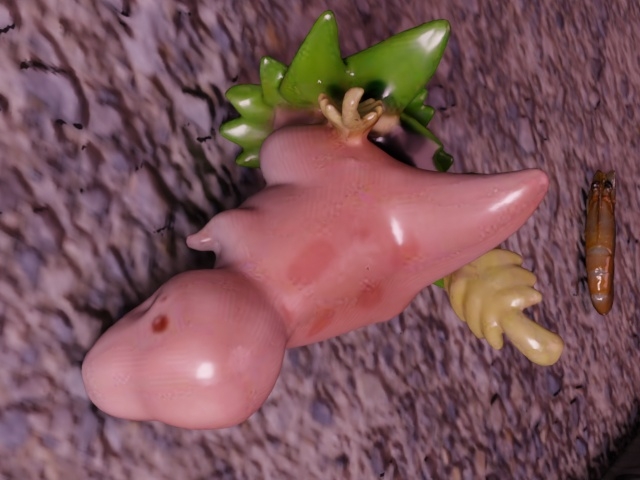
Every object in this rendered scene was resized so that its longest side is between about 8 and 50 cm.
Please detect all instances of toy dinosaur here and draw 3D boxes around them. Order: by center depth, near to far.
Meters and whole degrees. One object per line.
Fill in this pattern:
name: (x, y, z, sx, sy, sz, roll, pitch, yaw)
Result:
toy dinosaur: (0.000, -0.007, 0.714, 0.177, 0.194, 0.152, -89, 172, -63)

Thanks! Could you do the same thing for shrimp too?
shrimp: (0.208, 0.003, 1.272, 0.059, 0.023, 0.108, 48, 45, -65)

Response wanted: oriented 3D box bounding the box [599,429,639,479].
box: (0.269, 0.345, 1.254, 0.396, 0.111, 0.397, -25, 110, -61)
